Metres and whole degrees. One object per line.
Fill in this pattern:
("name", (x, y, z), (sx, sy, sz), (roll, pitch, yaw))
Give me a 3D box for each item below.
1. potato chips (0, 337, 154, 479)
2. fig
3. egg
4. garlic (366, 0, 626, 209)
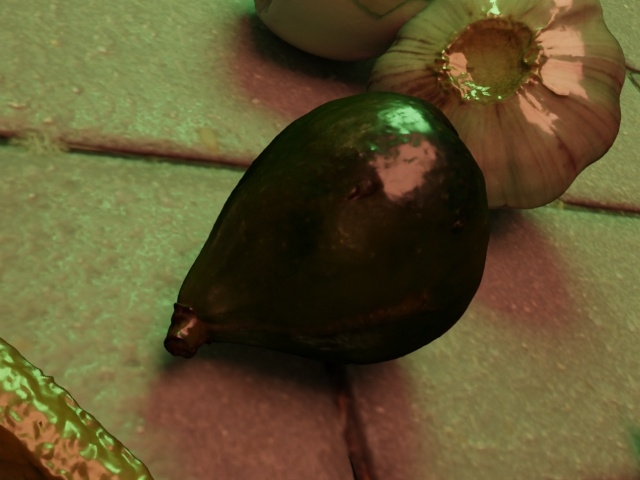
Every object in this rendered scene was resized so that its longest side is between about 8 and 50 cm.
("potato chips", (-0.228, 0.072, 0.404), (0.407, 0.057, 0.080), (33, 39, 1))
("fig", (0.000, 0.000, 0.519), (0.245, 0.195, 0.195), (-17, 58, -14))
("egg", (0.040, -0.283, 0.800), (0.217, 0.183, 0.183), (4, 49, -17))
("garlic", (0.193, -0.136, 0.771), (0.245, 0.245, 0.253), (55, 11, 24))
